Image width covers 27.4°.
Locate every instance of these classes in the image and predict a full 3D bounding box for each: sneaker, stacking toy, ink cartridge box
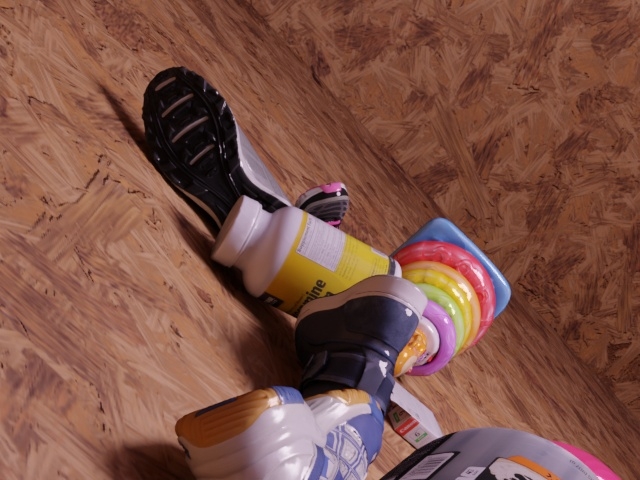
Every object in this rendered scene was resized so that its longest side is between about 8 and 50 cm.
[{"bbox_3d":[0.009,0.135,1.248,0.086,0.163,0.226,27,-25,-11],"label":"sneaker"},{"bbox_3d":[0.000,0.000,1.525,0.063,0.170,0.075,-6,58,-24],"label":"sneaker"},{"bbox_3d":[-0.106,-0.069,1.456,0.272,0.100,0.108,56,1,-3],"label":"sneaker"},{"bbox_3d":[0.126,0.108,1.677,0.166,0.175,0.302,47,22,-2],"label":"stacking toy"},{"bbox_3d":[0.097,0.200,1.508,0.115,0.029,0.063,41,14,-34],"label":"ink cartridge box"},{"bbox_3d":[-0.017,0.185,0.980,0.296,0.111,0.131,15,54,-69],"label":"sneaker"}]

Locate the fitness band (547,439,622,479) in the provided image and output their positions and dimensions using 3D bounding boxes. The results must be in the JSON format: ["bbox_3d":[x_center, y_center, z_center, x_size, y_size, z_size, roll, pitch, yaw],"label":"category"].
[{"bbox_3d":[0.195,0.288,1.128,0.291,0.209,0.054,43,14,-30],"label":"fitness band"}]

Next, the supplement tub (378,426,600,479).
[{"bbox_3d":[0.072,0.238,0.788,0.194,0.193,0.316,52,22,9],"label":"supplement tub"}]

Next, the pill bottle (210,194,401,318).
[{"bbox_3d":[-0.016,0.028,1.358,0.184,0.103,0.103,27,16,-11],"label":"pill bottle"}]
